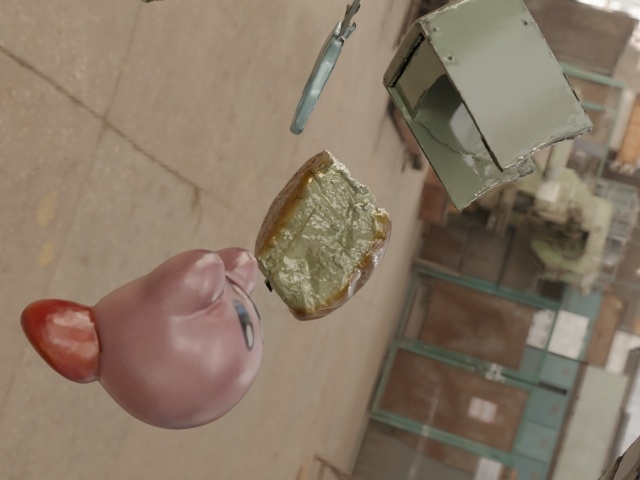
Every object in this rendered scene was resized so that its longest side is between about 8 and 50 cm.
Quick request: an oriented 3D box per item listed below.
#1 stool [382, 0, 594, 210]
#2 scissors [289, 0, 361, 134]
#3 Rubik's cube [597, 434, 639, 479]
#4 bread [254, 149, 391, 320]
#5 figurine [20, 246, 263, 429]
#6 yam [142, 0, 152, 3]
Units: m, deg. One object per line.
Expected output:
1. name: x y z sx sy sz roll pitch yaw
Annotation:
1. stool: 0.250 -0.221 1.589 0.170 0.270 0.243 -26 172 -14
2. scissors: 0.040 -0.308 1.445 0.360 0.029 0.191 -57 -169 42
3. Rubik's cube: 0.455 0.495 1.258 0.362 0.359 0.363 -47 167 -43
4. bread: 0.000 0.000 1.871 0.279 0.225 0.250 -52 -172 3
5. figurine: -0.194 0.140 1.302 0.269 0.261 0.211 3 68 -77
6. yam: -0.212 -0.469 1.489 0.268 0.161 0.161 -37 179 17
